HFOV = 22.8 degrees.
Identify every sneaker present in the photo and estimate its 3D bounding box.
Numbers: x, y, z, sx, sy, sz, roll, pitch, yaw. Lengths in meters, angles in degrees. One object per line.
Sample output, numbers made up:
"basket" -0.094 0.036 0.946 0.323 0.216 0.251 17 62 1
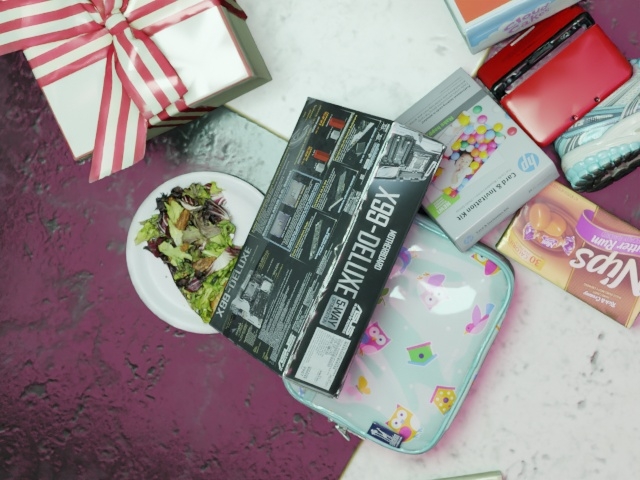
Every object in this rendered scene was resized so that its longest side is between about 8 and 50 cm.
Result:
"sneaker" 0.392 -0.176 1.847 0.283 0.110 0.122 -29 75 0

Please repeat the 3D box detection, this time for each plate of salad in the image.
"plate of salad" -0.141 0.016 1.935 0.199 0.048 0.200 0 94 6

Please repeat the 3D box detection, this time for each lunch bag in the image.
"lunch bag" 0.087 0.106 1.890 0.224 0.108 0.279 27 96 2

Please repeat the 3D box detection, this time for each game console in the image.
"game console" 0.273 -0.198 1.862 0.144 0.124 0.085 -39 112 6

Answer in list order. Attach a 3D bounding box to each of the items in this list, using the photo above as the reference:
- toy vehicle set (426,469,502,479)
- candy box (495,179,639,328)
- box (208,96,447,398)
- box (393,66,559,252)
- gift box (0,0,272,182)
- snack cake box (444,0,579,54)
"toy vehicle set" 0.103 0.384 1.945 0.266 0.035 0.166 -10 93 6
"candy box" 0.315 0.012 1.892 0.186 0.053 0.109 32 96 3
"box" 0.000 0.000 1.813 0.076 0.242 0.307 23 91 -26
"box" 0.164 -0.096 1.850 0.145 0.038 0.186 -38 57 0
"gift box" -0.222 -0.221 1.820 0.276 0.258 0.255 -30 90 5
"snack cake box" 0.257 -0.346 1.834 0.264 0.089 0.152 -26 74 6
